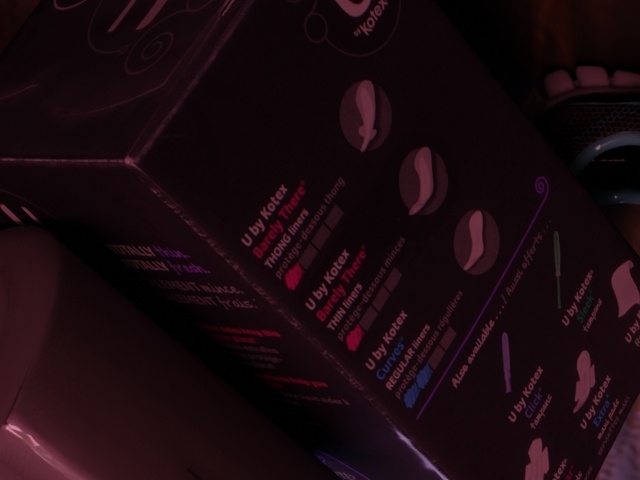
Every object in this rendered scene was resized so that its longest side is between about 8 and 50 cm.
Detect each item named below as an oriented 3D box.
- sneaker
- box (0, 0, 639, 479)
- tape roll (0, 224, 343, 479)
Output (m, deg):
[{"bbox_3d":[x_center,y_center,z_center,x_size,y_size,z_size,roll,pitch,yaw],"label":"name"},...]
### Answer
[{"bbox_3d":[0.169,-0.041,0.706,0.166,0.076,0.065,-9,126,18],"label":"sneaker"},{"bbox_3d":[0.000,0.000,0.678,0.165,0.143,0.270,4,145,50],"label":"box"},{"bbox_3d":[-0.123,0.138,0.615,0.246,0.246,0.169,-33,117,31],"label":"tape roll"}]
